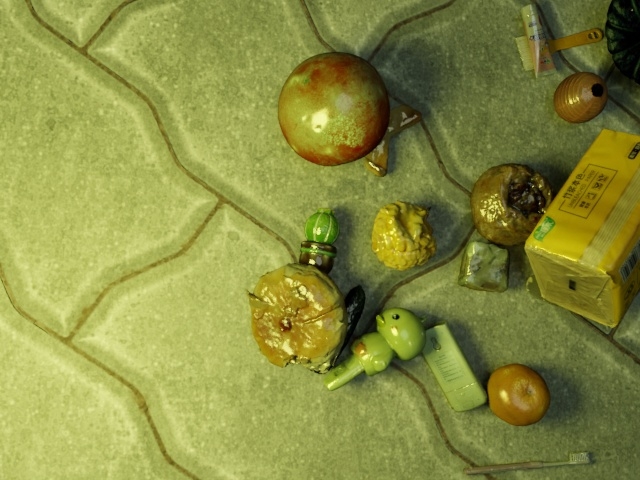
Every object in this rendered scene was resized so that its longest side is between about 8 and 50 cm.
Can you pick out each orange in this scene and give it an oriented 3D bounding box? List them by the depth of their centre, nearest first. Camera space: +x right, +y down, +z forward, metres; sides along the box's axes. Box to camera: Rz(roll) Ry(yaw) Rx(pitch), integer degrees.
[{"bbox_3d":[0.496,0.391,1.248,0.154,0.134,0.155,3,62,-5],"label":"orange"}]

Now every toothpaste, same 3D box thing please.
[{"bbox_3d":[0.601,-0.553,1.368,0.067,0.043,0.195,-18,93,-9],"label":"toothpaste"}]

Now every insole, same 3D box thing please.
[{"bbox_3d":[0.676,0.149,1.347,0.247,0.011,0.081,20,84,-6],"label":"insole"}]

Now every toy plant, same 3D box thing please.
[{"bbox_3d":[0.000,0.000,1.220,0.092,0.093,0.163,12,81,-7],"label":"toy plant"}]

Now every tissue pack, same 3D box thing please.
[{"bbox_3d":[0.701,-0.032,1.206,0.382,0.228,0.293,-52,135,-11],"label":"tissue pack"}]

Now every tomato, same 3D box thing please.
[{"bbox_3d":[0.025,-0.315,1.157,0.270,0.222,0.271,-15,60,28],"label":"tomato"}]

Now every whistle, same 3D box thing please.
[{"bbox_3d":[0.133,0.251,1.191,0.293,0.141,0.141,-20,88,-15],"label":"whistle"}]

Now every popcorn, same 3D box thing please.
[{"bbox_3d":[0.210,-0.015,1.231,0.170,0.180,0.180,-29,90,29],"label":"popcorn"}]

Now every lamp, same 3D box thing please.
[{"bbox_3d":[0.705,-0.387,1.336,0.136,0.136,0.137,1,85,-8],"label":"lamp"}]

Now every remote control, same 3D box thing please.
[{"bbox_3d":[0.329,0.320,1.251,0.098,0.038,0.234,-29,90,23],"label":"remote control"}]

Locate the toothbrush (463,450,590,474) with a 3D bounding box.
[{"bbox_3d":[0.542,0.581,1.286,0.353,0.024,0.029,-2,80,-9],"label":"toothbrush"}]

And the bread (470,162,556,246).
[{"bbox_3d":[0.507,-0.098,1.289,0.229,0.123,0.230,0,85,-6],"label":"bread"}]

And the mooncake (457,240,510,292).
[{"bbox_3d":[0.429,0.072,1.286,0.129,0.073,0.125,13,87,-5],"label":"mooncake"}]

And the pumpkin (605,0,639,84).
[{"bbox_3d":[0.940,-0.572,1.275,0.266,0.363,0.364,-35,91,-23],"label":"pumpkin"}]

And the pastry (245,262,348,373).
[{"bbox_3d":[-0.056,0.174,1.140,0.256,0.120,0.236,8,98,26],"label":"pastry"}]

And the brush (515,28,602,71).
[{"bbox_3d":[0.688,-0.561,1.407,0.271,0.013,0.103,-17,88,-10],"label":"brush"}]

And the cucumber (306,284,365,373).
[{"bbox_3d":[0.050,0.223,1.224,0.067,0.067,0.245,34,81,-4],"label":"cucumber"}]

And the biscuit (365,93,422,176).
[{"bbox_3d":[0.148,-0.287,1.287,0.164,0.047,0.208,33,82,-6],"label":"biscuit"}]
